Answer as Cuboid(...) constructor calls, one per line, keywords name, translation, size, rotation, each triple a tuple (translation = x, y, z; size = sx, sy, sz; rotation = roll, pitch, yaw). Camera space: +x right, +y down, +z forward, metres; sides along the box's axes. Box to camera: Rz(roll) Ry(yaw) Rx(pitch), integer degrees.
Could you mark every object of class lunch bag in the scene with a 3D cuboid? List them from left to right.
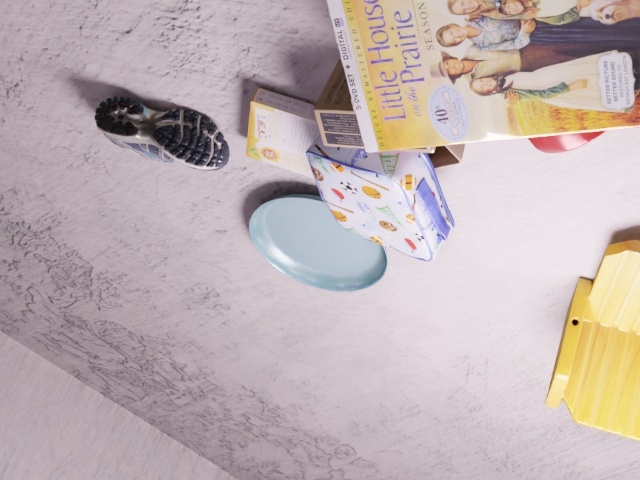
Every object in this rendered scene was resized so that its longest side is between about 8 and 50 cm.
Cuboid(name="lunch bag", translation=(0.120, -0.088, 1.865), size=(0.243, 0.115, 0.303), rotation=(18, 157, 33))

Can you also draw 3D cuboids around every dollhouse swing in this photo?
Cuboid(name="dollhouse swing", translation=(0.653, 0.212, 1.976), size=(0.347, 0.315, 0.305), rotation=(15, 164, 10))

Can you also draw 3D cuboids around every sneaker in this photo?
Cuboid(name="sneaker", translation=(-0.315, -0.210, 2.090), size=(0.283, 0.110, 0.122), rotation=(21, 163, 5))

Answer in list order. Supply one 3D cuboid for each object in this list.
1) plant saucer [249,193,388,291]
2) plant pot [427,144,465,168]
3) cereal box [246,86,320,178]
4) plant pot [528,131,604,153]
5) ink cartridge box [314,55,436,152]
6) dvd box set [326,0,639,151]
Cuboid(name="plant saucer", translation=(0.000, 0.000, 2.229), size=(0.317, 0.043, 0.317), rotation=(15, 144, 11))
Cuboid(name="plant pot", translation=(0.197, -0.198, 1.809), size=(0.109, 0.096, 0.109), rotation=(43, 149, -27))
Cuboid(name="cereal box", translation=(-0.022, -0.193, 1.980), size=(0.240, 0.047, 0.173), rotation=(18, 146, 3))
Cuboid(name="plant pot", translation=(0.366, -0.257, 1.575), size=(0.191, 0.191, 0.174), rotation=(-17, 127, 41))
Cuboid(name="ink cartridge box", translation=(0.120, -0.252, 1.665), size=(0.193, 0.234, 0.088), rotation=(7, 138, 22))
Cuboid(name="dvd box set", translation=(0.233, -0.278, 1.399), size=(0.420, 0.062, 0.307), rotation=(-3, 126, 18))
